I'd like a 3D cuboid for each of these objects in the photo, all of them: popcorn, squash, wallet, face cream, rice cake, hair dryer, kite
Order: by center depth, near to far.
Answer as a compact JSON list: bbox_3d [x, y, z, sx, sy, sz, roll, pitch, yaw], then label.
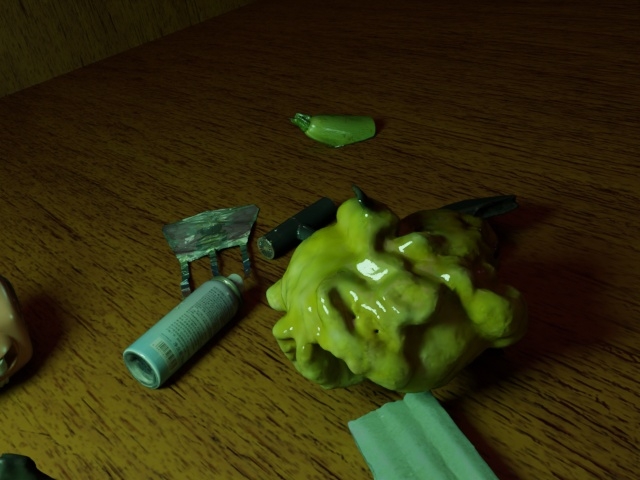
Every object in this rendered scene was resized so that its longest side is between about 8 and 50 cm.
[{"bbox_3d":[0.121,0.259,0.815,0.127,0.043,0.237,-21,30,-13],"label":"rice cake"},{"bbox_3d":[0.084,0.055,0.953,0.315,0.281,0.297,-21,30,-6],"label":"popcorn"},{"bbox_3d":[-0.196,0.128,1.141,0.075,0.075,0.229,9,36,34],"label":"face cream"},{"bbox_3d":[0.165,-0.018,1.212,0.309,0.042,0.165,-18,6,-24],"label":"wallet"},{"bbox_3d":[0.013,-0.006,1.323,0.194,0.050,0.173,20,44,38],"label":"hair dryer"},{"bbox_3d":[-0.206,0.015,1.397,0.204,0.022,0.360,-14,25,-2],"label":"kite"},{"bbox_3d":[0.021,-0.256,1.721,0.200,0.075,0.090,0,44,-21],"label":"squash"}]

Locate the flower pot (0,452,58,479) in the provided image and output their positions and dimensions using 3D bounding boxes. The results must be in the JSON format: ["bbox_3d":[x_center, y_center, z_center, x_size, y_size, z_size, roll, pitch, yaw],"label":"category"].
[{"bbox_3d":[-0.114,0.349,0.528,0.251,0.380,0.379,1,25,-18],"label":"flower pot"}]

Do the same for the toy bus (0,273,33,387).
[{"bbox_3d":[-0.583,0.169,1.134,0.287,0.194,0.232,-33,47,-32],"label":"toy bus"}]
